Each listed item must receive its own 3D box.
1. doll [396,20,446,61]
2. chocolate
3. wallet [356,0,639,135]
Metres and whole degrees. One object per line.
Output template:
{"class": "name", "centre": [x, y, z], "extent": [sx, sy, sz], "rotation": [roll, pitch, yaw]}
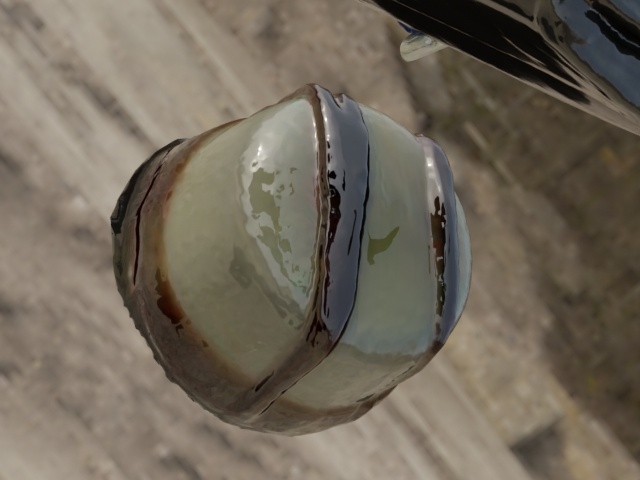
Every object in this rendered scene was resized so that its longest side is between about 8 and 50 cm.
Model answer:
{"class": "doll", "centre": [0.092, -0.146, 1.244], "extent": [0.143, 0.099, 0.057], "rotation": [34, 1, 26]}
{"class": "chocolate", "centre": [0.000, 0.000, 1.542], "extent": [0.284, 0.186, 0.283], "rotation": [21, 49, -26]}
{"class": "wallet", "centre": [0.069, -0.132, 1.006], "extent": [0.228, 0.062, 0.406], "rotation": [25, 5, -39]}
